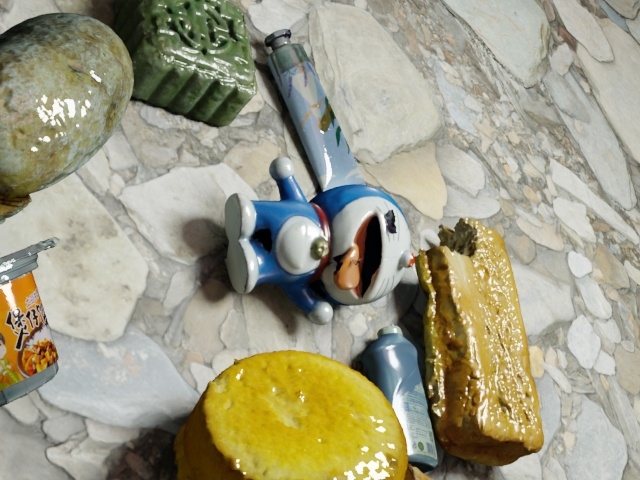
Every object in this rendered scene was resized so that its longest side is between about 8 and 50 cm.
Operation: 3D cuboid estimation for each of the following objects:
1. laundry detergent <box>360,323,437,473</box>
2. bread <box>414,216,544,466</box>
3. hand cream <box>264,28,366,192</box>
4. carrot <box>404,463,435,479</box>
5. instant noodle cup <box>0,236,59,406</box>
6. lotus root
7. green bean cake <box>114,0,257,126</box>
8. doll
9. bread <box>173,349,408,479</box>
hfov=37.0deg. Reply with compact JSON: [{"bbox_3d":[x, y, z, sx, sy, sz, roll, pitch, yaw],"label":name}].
[{"bbox_3d":[0.101,0.202,1.263,0.096,0.061,0.206,17,53,-34],"label":"laundry detergent"},{"bbox_3d":[0.210,0.130,1.376,0.185,0.109,0.380,22,50,-34],"label":"bread"},{"bbox_3d":[-0.011,-0.187,1.428,0.091,0.058,0.271,-17,81,-44],"label":"hand cream"},{"bbox_3d":[0.167,0.370,1.204,0.263,0.102,0.102,37,44,-28],"label":"carrot"},{"bbox_3d":[-0.319,0.092,0.876,0.177,0.208,0.126,-46,116,-79],"label":"instant noodle cup"},{"bbox_3d":[-0.308,-0.155,1.040,0.175,0.175,0.349,43,39,-13],"label":"lotus root"},{"bbox_3d":[-0.182,-0.266,1.295,0.183,0.094,0.185,15,50,-35],"label":"green bean cake"},{"bbox_3d":[0.000,0.000,1.232,0.256,0.161,0.215,-2,93,-32],"label":"doll"},{"bbox_3d":[-0.031,0.231,1.027,0.268,0.146,0.268,14,34,-9],"label":"bread"}]
